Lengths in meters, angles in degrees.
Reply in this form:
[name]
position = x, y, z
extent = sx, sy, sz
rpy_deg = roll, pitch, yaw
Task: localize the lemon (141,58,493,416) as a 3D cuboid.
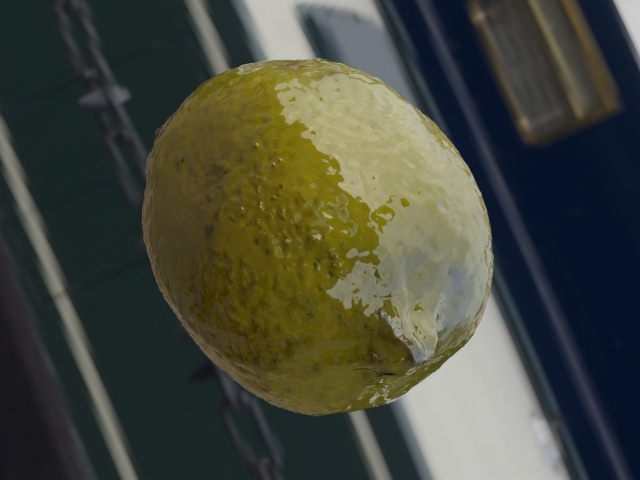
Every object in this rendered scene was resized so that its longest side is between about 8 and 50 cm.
[lemon]
position = 0.000, 0.000, 0.468
extent = 0.082, 0.082, 0.110
rpy_deg = 42, 3, -46
